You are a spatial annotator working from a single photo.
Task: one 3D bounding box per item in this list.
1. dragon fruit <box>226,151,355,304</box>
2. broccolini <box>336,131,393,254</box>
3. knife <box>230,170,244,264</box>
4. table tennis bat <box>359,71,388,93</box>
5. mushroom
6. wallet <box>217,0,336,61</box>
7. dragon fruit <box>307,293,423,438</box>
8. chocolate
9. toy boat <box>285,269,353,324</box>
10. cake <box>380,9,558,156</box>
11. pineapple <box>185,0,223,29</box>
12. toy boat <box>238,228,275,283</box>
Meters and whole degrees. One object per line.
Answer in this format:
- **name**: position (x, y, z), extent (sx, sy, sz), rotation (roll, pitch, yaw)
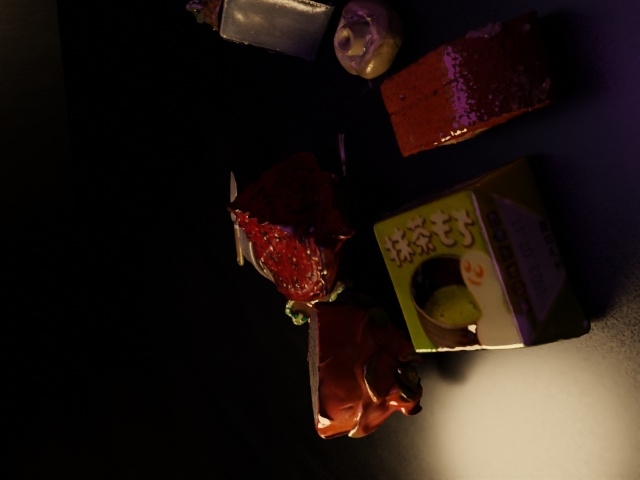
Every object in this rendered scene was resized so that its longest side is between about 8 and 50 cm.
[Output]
- **dragon fruit**: position (0.007, -0.005, 1.247), extent (0.329, 0.228, 0.285), rotation (18, 140, 51)
- **broccolini**: position (0.089, -0.106, 1.224), extent (0.123, 0.062, 0.271), rotation (-22, 84, 51)
- **knife**: position (-0.259, -0.064, 1.785), extent (0.047, 0.017, 0.297), rotation (31, 130, 53)
- **table tennis bat**: position (0.104, -0.310, 1.145), extent (0.083, 0.007, 0.050), rotation (-27, 82, 55)
- **mushroom**: position (0.082, -0.364, 1.058), extent (0.148, 0.112, 0.147), rotation (21, 120, 40)
- **wallet**: position (-0.095, -0.451, 1.186), extent (0.167, 0.222, 0.036), rotation (119, 159, -61)
- **dragon fruit**: position (0.092, 0.266, 1.244), extent (0.305, 0.226, 0.305), rotation (178, 90, -86)
- **chocolate**: position (0.245, 0.045, 0.980), extent (0.301, 0.137, 0.288), rotation (-22, 86, 57)
- **toy boat**: position (0.006, 0.116, 1.402), extent (0.293, 0.109, 0.099), rotation (136, 142, -53)
- **cake**: position (0.207, -0.224, 0.877), extent (0.283, 0.177, 0.150), rotation (-9, 96, 58)
- **pineapple**: position (-0.244, -0.571, 1.437), extent (0.310, 0.141, 0.170), rotation (34, 157, 53)
- **toy boat**: position (-0.099, 0.040, 1.525), extent (0.293, 0.111, 0.275), rotation (42, 144, 24)
